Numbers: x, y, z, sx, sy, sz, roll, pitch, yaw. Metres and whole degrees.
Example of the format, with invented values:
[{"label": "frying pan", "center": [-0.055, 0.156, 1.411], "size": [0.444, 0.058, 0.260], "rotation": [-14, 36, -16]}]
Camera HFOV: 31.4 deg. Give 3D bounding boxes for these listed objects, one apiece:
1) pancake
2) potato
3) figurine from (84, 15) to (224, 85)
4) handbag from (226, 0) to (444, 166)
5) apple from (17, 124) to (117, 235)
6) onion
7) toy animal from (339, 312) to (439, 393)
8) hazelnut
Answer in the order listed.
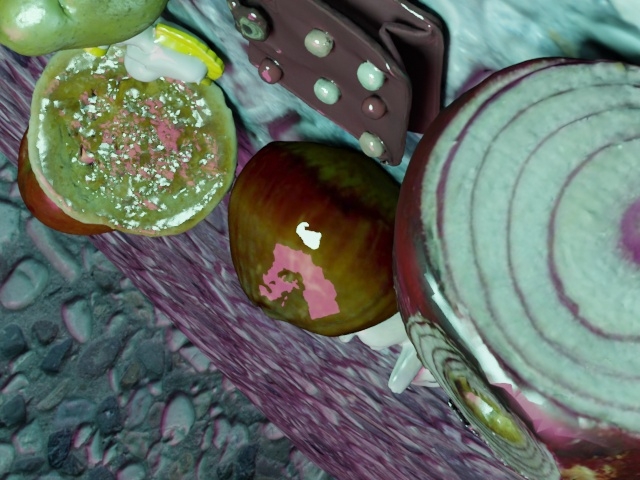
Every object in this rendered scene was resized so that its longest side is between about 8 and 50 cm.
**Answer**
[{"label": "pancake", "center": [-0.238, -0.131, 1.447], "size": [0.282, 0.282, 0.049], "rotation": [43, -166, -15]}, {"label": "potato", "center": [-0.252, -0.261, 1.170], "size": [0.157, 0.194, 0.157], "rotation": [48, 166, 16]}, {"label": "figurine", "center": [-0.192, -0.231, 1.323], "size": [0.129, 0.109, 0.178], "rotation": [-5, 142, 37]}, {"label": "handbag", "center": [0.009, -0.176, 1.035], "size": [0.216, 0.074, 0.203], "rotation": [35, 164, 14]}, {"label": "apple", "center": [-0.355, -0.122, 1.782], "size": [0.230, 0.230, 0.230], "rotation": [36, 164, 12]}, {"label": "onion", "center": [0.203, 0.048, 0.827], "size": [0.336, 0.282, 0.260], "rotation": [34, 161, 17]}, {"label": "toy animal", "center": [0.134, 0.141, 1.510], "size": [0.282, 0.138, 0.140], "rotation": [51, -168, -26]}, {"label": "hazelnut", "center": [0.000, 0.000, 1.307], "size": [0.251, 0.217, 0.217], "rotation": [33, 164, 23]}]
